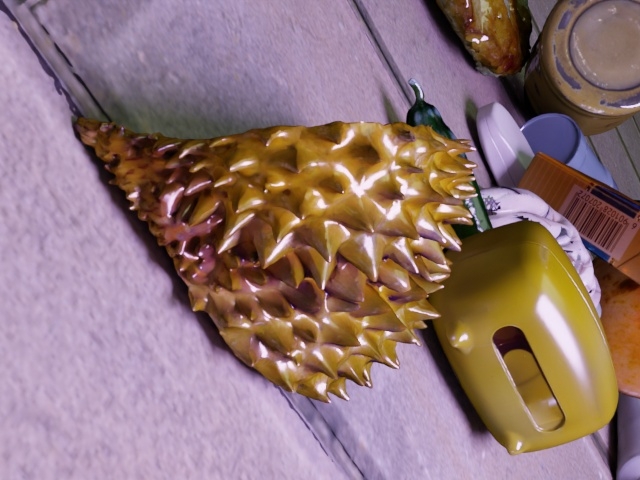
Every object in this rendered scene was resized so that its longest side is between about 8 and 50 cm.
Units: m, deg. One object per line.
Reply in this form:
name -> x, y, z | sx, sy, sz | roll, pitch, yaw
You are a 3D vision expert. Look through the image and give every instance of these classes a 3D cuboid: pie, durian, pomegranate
pie -> 0.181, -0.366, 1.164 | 0.288, 0.102, 0.355 | 36, 48, -50
durian -> 0.012, 0.008, 0.545 | 0.260, 0.153, 0.187 | -27, 120, -57
pomegranate -> 0.405, 0.093, 1.141 | 0.209, 0.209, 0.209 | 44, 35, -42

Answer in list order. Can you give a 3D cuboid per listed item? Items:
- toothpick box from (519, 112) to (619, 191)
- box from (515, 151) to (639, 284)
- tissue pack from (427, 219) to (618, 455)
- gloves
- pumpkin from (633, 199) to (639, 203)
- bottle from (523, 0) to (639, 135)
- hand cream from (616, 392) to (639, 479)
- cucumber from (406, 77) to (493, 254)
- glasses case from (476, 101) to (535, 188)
toothpick box -> 0.320, -0.085, 1.224 | 0.153, 0.101, 0.101 | 40, 38, -44
box -> 0.338, -0.004, 0.999 | 0.152, 0.070, 0.237 | 18, 19, -39
tissue pack -> 0.166, 0.084, 0.763 | 0.178, 0.123, 0.127 | 61, 23, -19
gloves -> 0.211, 0.012, 0.936 | 0.212, 0.111, 0.128 | 53, 31, -43
pumpkin -> 0.538, 0.009, 1.554 | 0.167, 0.125, 0.167 | 53, 6, -7
bottle -> 0.361, -0.229, 1.273 | 0.351, 0.171, 0.172 | 18, 52, -86
hand cream -> 0.417, 0.255, 1.217 | 0.124, 0.077, 0.341 | 64, 18, -8
cucumber -> 0.122, -0.027, 0.844 | 0.250, 0.056, 0.056 | 67, 25, -5
glasses case -> 0.237, -0.076, 1.112 | 0.193, 0.049, 0.074 | 59, 27, -22
